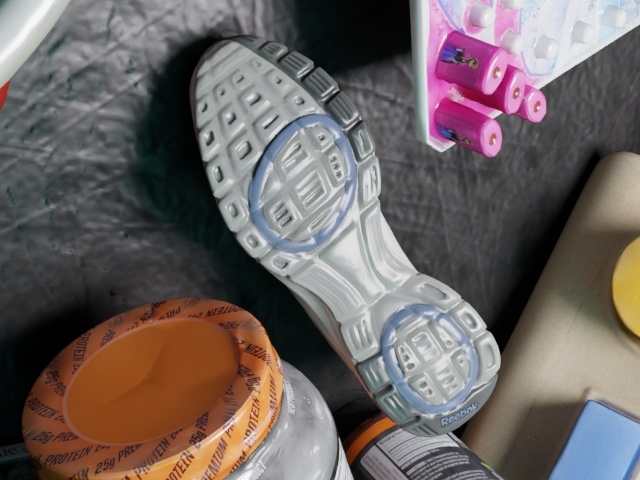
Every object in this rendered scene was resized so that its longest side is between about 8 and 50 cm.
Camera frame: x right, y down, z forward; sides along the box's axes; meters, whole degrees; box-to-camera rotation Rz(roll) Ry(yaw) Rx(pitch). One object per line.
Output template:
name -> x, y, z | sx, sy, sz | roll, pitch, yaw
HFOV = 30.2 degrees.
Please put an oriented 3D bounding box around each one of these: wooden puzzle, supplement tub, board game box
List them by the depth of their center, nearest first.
board game box -> 0.196, -0.290, 0.710 | 0.390, 0.050, 0.390 | -33, 134, -33
supplement tub -> -0.062, 0.204, 0.765 | 0.193, 0.193, 0.316 | -28, 124, -16
wooden puzzle -> 0.283, 0.131, 0.847 | 0.322, 0.347, 0.080 | -64, 153, 0
supplement tub -> 0.075, 0.191, 0.864 | 0.106, 0.198, 0.106 | -12, 116, -25

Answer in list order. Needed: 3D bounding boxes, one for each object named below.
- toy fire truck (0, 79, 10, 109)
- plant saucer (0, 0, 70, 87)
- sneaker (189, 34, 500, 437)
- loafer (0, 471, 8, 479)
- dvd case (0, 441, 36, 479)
toy fire truck -> -0.244, -0.036, 0.616 | 0.217, 0.158, 0.246 | -38, 137, -11
plant saucer -> -0.264, -0.174, 0.470 | 0.400, 0.100, 0.401 | 0, 76, -2
sneaker -> 0.000, 0.000, 0.791 | 0.111, 0.129, 0.297 | -34, 106, -10
loafer -> -0.242, 0.132, 0.696 | 0.096, 0.084, 0.267 | -46, 116, -17
dvd case -> -0.202, 0.219, 0.821 | 0.253, 0.022, 0.180 | -7, 116, -30
